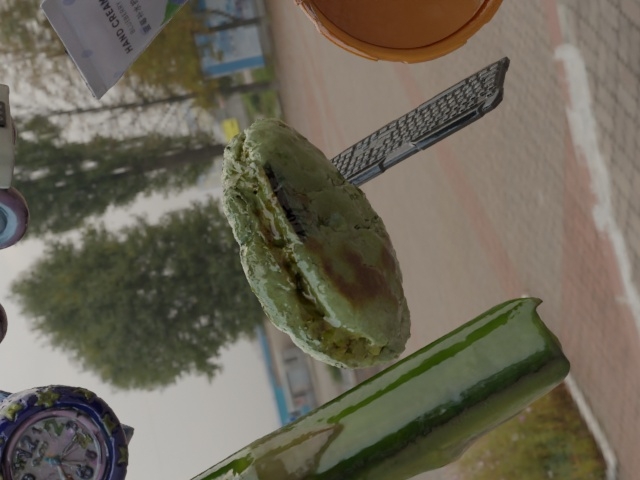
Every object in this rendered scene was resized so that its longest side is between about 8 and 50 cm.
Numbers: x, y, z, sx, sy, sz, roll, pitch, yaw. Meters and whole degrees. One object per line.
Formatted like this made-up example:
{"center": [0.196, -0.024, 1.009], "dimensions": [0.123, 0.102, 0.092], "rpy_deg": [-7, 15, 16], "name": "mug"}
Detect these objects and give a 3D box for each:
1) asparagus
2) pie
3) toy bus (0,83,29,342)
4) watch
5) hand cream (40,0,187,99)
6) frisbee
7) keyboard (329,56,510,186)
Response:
{"center": [0.005, 0.118, 0.530], "dimensions": [0.067, 0.277, 0.060], "rpy_deg": [59, -176, -31], "name": "asparagus"}
{"center": [0.000, 0.000, 0.868], "dimensions": [0.248, 0.090, 0.201], "rpy_deg": [59, -154, 6], "name": "pie"}
{"center": [-0.290, -0.010, 0.691], "dimensions": [0.142, 0.142, 0.203], "rpy_deg": [62, 139, 49], "name": "toy bus"}
{"center": [-0.288, 0.217, 0.979], "dimensions": [0.171, 0.196, 0.200], "rpy_deg": [-65, 16, -12], "name": "watch"}
{"center": [-0.088, -0.149, 0.528], "dimensions": [0.053, 0.142, 0.084], "rpy_deg": [27, 162, 20], "name": "hand cream"}
{"center": [0.056, -0.228, 0.740], "dimensions": [0.035, 0.192, 0.192], "rpy_deg": [-165, 61, -76], "name": "frisbee"}
{"center": [0.096, -0.119, 1.095], "dimensions": [0.016, 0.262, 0.106], "rpy_deg": [46, -143, -22], "name": "keyboard"}
